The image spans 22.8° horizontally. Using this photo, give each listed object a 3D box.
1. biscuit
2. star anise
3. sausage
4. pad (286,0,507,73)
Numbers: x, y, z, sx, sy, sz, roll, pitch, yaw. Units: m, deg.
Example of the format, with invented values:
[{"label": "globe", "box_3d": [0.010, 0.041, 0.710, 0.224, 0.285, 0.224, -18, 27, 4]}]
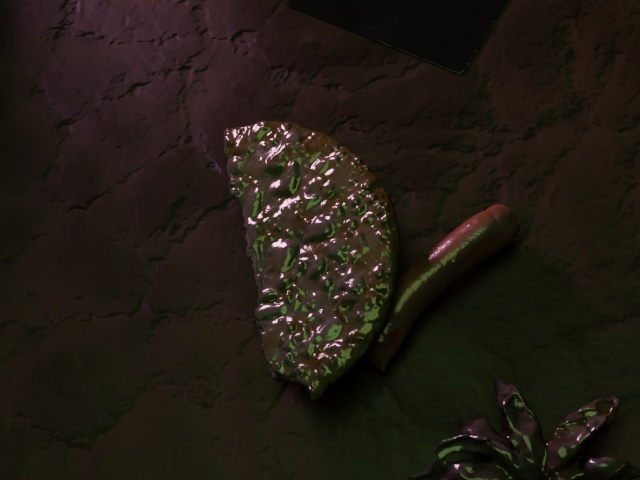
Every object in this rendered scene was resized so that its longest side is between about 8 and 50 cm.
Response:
[{"label": "biscuit", "box_3d": [0.001, 0.001, 1.350, 0.141, 0.038, 0.289, -22, 56, 15]}, {"label": "star anise", "box_3d": [0.173, 0.190, 1.226, 0.182, 0.065, 0.195, 33, 69, 22]}, {"label": "sausage", "box_3d": [0.098, 0.035, 1.334, 0.177, 0.040, 0.047, -42, 108, -11]}, {"label": "pad", "box_3d": [0.076, -0.233, 1.495, 0.193, 0.004, 0.116, 25, 71, 20]}]
